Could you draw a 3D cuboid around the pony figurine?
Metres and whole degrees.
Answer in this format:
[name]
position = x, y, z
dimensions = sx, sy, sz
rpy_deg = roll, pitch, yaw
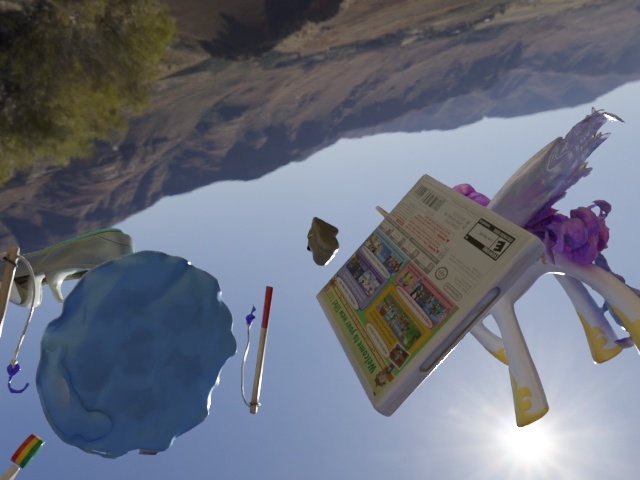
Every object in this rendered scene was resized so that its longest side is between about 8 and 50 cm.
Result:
[pony figurine]
position = 0.283, 0.011, 0.713
dimensions = 0.351, 0.363, 0.303
rpy_deg = -41, 168, 25

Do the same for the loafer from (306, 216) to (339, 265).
[loafer]
position = 0.000, 0.000, 0.926
dimensions = 0.056, 0.050, 0.148
rpy_deg = 28, -164, -7

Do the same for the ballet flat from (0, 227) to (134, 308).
[ballet flat]
position = -0.308, 0.040, 0.585
dimensions = 0.213, 0.068, 0.072
rpy_deg = -13, 166, 5

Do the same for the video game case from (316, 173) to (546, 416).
[video game case]
position = 0.088, 0.037, 0.524
dimensions = 0.193, 0.023, 0.212
rpy_deg = -49, -155, 7

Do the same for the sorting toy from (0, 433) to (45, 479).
[sorting toy]
position = -0.503, 0.390, 0.724
dimensions = 0.132, 0.046, 0.274
rpy_deg = -52, -175, 25

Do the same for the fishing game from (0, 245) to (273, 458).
[fishing game]
position = -0.161, 0.104, 0.486
dimensions = 0.264, 0.189, 0.041
rpy_deg = 9, 176, -41
